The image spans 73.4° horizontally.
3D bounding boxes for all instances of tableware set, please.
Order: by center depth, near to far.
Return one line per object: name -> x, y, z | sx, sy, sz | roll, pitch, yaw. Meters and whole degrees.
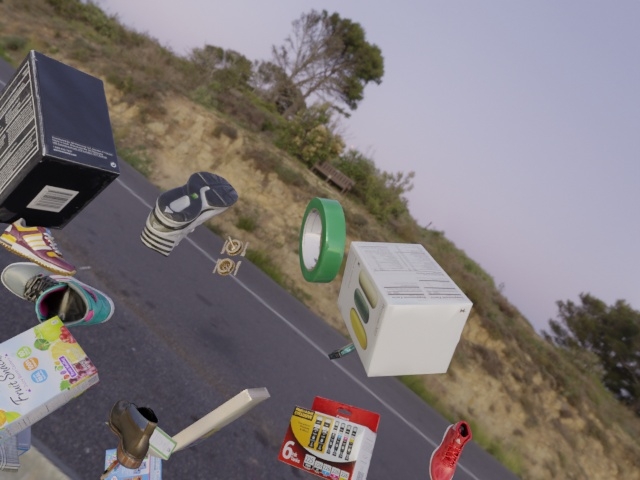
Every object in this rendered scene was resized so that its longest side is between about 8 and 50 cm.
tableware set -> -0.422, 0.071, 1.989 | 0.128, 0.194, 0.039 | 4, -34, 20

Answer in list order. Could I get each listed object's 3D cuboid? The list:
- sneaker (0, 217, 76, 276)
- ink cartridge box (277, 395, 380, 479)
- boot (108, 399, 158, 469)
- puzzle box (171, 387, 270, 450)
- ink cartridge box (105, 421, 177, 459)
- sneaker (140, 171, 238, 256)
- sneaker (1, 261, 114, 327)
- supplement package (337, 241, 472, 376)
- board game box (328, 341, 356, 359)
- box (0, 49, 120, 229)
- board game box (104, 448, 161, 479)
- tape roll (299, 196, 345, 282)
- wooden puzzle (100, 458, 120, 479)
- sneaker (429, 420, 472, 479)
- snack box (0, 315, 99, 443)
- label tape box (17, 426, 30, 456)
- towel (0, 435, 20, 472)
sneaker -> -0.643, 0.014, 0.999 | 0.185, 0.084, 0.069 | 28, -25, -5
ink cartridge box -> 0.036, 0.735, 1.607 | 0.309, 0.272, 0.130 | 3, -31, 31
boot -> -0.433, 0.418, 1.013 | 0.082, 0.106, 0.219 | 32, -1, -37
puzzle box -> -0.433, 0.767, 1.849 | 0.052, 0.409, 0.272 | 57, -1, 19
ink cartridge box -> -0.575, 0.621, 1.388 | 0.109, 0.062, 0.209 | -15, -57, 40
sneaker -> -0.498, -0.097, 1.580 | 0.169, 0.257, 0.447 | 48, 27, -1
sneaker -> -0.699, 0.139, 1.101 | 0.295, 0.124, 0.178 | 24, -9, -7
supplement package -> 0.180, 0.152, 1.017 | 0.198, 0.199, 0.263 | 3, 27, -16
board game box -> 0.105, 0.410, 1.626 | 0.026, 0.126, 0.186 | 64, -18, 11
box -> -0.662, -0.228, 1.045 | 0.182, 0.296, 0.294 | 10, 55, -56
board game box -> -0.755, 0.919, 1.735 | 0.211, 0.039, 0.160 | 4, 50, -24
tape roll -> 0.000, 0.000, 1.621 | 0.077, 0.321, 0.321 | 4, 13, -20
wooden puzzle -> -0.649, 0.705, 1.338 | 0.014, 0.116, 0.078 | 48, 29, -8
sneaker -> 0.429, 0.692, 1.417 | 0.087, 0.221, 0.128 | 22, -38, 15
snack box -> -0.612, 0.285, 0.903 | 0.174, 0.207, 0.070 | 41, -41, 19
label tape box -> -1.298, 0.724, 1.717 | 0.348, 0.249, 0.115 | 60, 5, 36
towel -> -1.164, 0.634, 1.432 | 0.312, 0.056, 0.324 | 37, -10, -38
